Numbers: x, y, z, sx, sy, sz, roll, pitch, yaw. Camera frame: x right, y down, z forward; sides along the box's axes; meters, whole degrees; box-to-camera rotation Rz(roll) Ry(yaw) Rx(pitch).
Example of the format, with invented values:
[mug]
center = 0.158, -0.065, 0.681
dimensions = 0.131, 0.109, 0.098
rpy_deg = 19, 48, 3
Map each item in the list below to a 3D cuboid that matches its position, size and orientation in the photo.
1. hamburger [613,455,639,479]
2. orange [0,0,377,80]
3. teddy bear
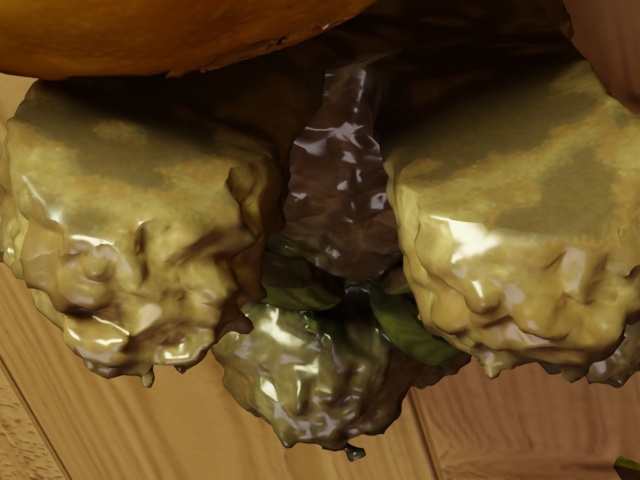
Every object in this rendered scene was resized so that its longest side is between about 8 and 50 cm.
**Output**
[hamburger]
center = 0.249, 0.105, 0.684
dimensions = 0.262, 0.138, 0.243
rpy_deg = -19, 125, 44
[orange]
center = -0.053, -0.155, 0.438
dimensions = 0.240, 0.240, 0.240
rpy_deg = 16, 145, 12
[teddy bear]
center = -0.001, 0.007, 0.613
dimensions = 0.246, 0.296, 0.222
rpy_deg = 4, 121, 2
